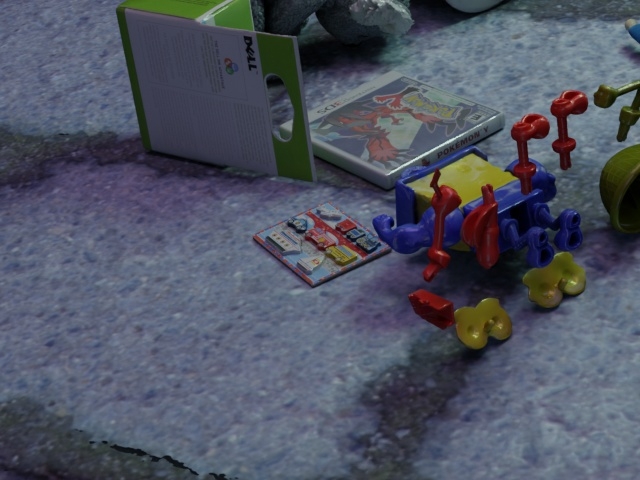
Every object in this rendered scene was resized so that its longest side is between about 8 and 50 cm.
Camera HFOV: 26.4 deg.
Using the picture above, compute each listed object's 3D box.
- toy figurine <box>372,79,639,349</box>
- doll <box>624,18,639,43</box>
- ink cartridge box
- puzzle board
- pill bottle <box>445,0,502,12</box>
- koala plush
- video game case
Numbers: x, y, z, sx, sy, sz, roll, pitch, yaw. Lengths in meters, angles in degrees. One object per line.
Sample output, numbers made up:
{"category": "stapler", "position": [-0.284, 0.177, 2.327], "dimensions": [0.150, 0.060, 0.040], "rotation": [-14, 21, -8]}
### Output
{"category": "toy figurine", "position": [0.172, -0.067, 1.320], "dimensions": [0.363, 0.191, 0.217], "rotation": [-28, 31, -29]}
{"category": "doll", "position": [0.437, -0.257, 1.670], "dimensions": [0.129, 0.046, 0.189], "rotation": [16, 45, 21]}
{"category": "ink cartridge box", "position": [-0.096, -0.184, 1.571], "dimensions": [0.255, 0.188, 0.097], "rotation": [14, 37, 31]}
{"category": "puzzle board", "position": [0.000, 0.000, 1.415], "dimensions": [0.096, 0.011, 0.128], "rotation": [-24, 34, -22]}
{"category": "pill bottle", "position": [0.155, -0.452, 1.893], "dimensions": [0.161, 0.161, 0.283], "rotation": [-24, 50, -22]}
{"category": "koala plush", "position": [0.015, -0.323, 1.784], "dimensions": [0.221, 0.203, 0.196], "rotation": [6, 33, 3]}
{"category": "video game case", "position": [0.082, -0.135, 1.597], "dimensions": [0.183, 0.023, 0.201], "rotation": [-29, 36, -28]}
